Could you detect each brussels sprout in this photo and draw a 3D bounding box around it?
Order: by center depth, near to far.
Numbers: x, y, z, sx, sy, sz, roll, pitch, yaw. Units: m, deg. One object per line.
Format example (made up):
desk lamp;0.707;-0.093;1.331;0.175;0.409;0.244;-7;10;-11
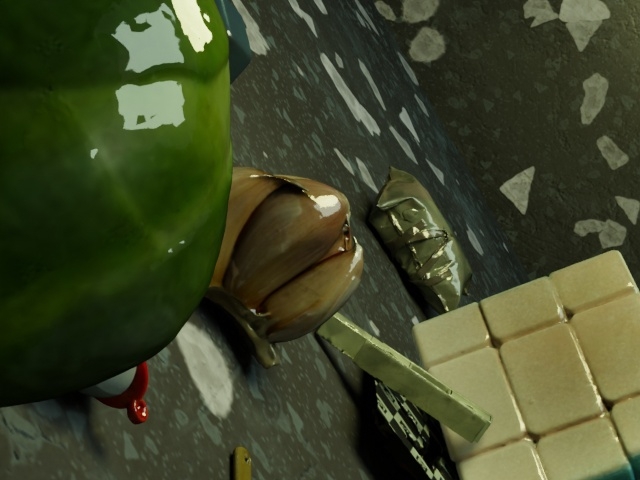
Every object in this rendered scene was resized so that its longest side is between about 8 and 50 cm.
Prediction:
brussels sprout;-0.209;-0.076;0.831;0.276;0.315;0.371;79;-14;-59

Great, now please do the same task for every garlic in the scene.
garlic;-0.064;0.004;1.362;0.214;0.191;0.160;44;-5;-15

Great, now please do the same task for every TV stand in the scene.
TV stand;0.105;0.171;1.597;0.249;0.036;0.042;34;13;1

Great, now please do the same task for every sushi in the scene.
sushi;0.108;0.251;1.639;0.192;0.043;0.279;52;9;-11

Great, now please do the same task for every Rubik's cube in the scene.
Rubik's cube;0.343;0.261;1.760;0.321;0.316;0.318;63;9;-49

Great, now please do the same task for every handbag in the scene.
handbag;0.172;0.008;2.161;0.270;0.117;0.182;59;24;-8

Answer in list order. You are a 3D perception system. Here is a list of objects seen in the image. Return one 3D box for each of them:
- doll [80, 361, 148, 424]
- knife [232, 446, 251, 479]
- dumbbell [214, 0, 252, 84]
doll;-0.204;0.040;1.003;0.245;0.076;0.142;56;16;0
knife;-0.060;0.278;1.115;0.046;0.022;0.256;55;16;-32
dumbbell;-0.216;-0.279;1.402;0.144;0.156;0.316;34;-8;45
